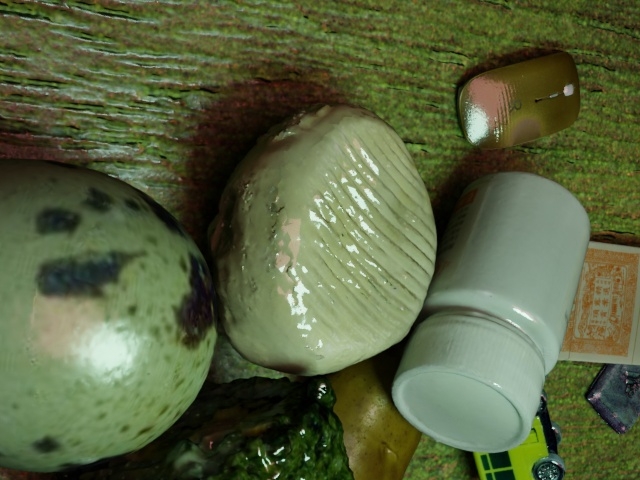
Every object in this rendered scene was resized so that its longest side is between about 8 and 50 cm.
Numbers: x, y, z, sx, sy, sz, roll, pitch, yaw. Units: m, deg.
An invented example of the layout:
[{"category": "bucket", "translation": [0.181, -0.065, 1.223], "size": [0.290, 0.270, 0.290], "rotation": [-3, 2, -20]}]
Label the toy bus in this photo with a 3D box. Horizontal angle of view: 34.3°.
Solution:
[{"category": "toy bus", "translation": [0.292, 0.276, 1.626], "size": [0.150, 0.128, 0.262], "rotation": [-13, 108, 15]}]

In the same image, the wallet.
[{"category": "wallet", "translation": [0.543, 0.247, 1.835], "size": [0.111, 0.030, 0.166], "rotation": [45, 73, -19]}]

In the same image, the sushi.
[{"category": "sushi", "translation": [-0.149, 0.300, 1.262], "size": [0.294, 0.352, 0.178], "rotation": [-39, 114, -54]}]

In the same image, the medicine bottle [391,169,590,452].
[{"category": "medicine bottle", "translation": [0.247, 0.094, 1.470], "size": [0.211, 0.211, 0.371], "rotation": [47, 48, -26]}]

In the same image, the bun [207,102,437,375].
[{"category": "bun", "translation": [0.000, 0.000, 1.387], "size": [0.326, 0.234, 0.362], "rotation": [14, 82, -35]}]

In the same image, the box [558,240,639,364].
[{"category": "box", "translation": [0.485, 0.105, 1.754], "size": [0.365, 0.051, 0.205], "rotation": [7, 91, -26]}]

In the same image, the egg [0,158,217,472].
[{"category": "egg", "translation": [-0.323, 0.081, 1.149], "size": [0.428, 0.345, 0.345], "rotation": [10, 93, -27]}]

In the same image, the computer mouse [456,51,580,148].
[{"category": "computer mouse", "translation": [0.322, -0.221, 1.629], "size": [0.245, 0.056, 0.126], "rotation": [-17, 106, -27]}]

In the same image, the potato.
[{"category": "potato", "translation": [0.053, 0.284, 1.499], "size": [0.195, 0.176, 0.369], "rotation": [37, 74, -1]}]
